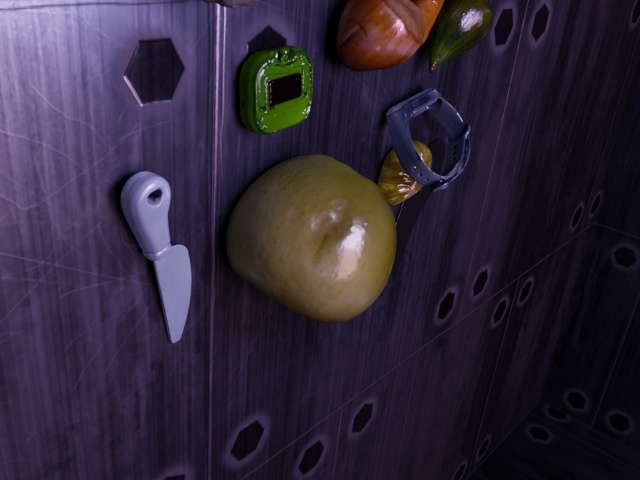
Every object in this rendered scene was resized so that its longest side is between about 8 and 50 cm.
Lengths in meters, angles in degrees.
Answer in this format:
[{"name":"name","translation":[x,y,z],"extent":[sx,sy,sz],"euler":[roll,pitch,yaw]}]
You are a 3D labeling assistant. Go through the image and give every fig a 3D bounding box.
[{"name":"fig","translation":[0.262,-0.416,1.305],"extent":[0.177,0.117,0.117],"euler":[-47,146,4]}]

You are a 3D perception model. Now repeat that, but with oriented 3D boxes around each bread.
[{"name":"bread","translation":[0.177,-0.157,1.377],"extent":[0.157,0.083,0.094],"euler":[-45,129,-25]}]

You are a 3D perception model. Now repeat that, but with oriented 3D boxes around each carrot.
[{"name":"carrot","translation":[0.214,-0.476,1.233],"extent":[0.066,0.062,0.271],"euler":[29,87,-32]}]

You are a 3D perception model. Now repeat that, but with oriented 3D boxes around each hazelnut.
[{"name":"hazelnut","translation":[0.099,-0.345,1.098],"extent":[0.150,0.150,0.150],"euler":[-31,134,-39]}]

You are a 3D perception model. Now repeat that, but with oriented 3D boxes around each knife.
[{"name":"knife","translation":[-0.232,0.032,0.987],"extent":[0.080,0.044,0.331],"euler":[-47,149,-36]}]

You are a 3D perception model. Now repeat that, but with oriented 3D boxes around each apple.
[{"name":"apple","translation":[0.012,0.006,1.114],"extent":[0.257,0.233,0.295],"euler":[-58,146,-5]}]

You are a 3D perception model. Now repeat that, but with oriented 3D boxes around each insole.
[{"name":"insole","translation":[0.215,-0.077,1.533],"extent":[0.119,0.009,0.348],"euler":[14,99,-54]}]

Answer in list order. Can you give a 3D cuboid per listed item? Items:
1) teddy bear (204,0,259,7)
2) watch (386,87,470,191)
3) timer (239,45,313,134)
[{"name":"teddy bear","translation":[-0.096,-0.415,0.768],"extent":[0.236,0.151,0.267],"euler":[-84,176,-68]},{"name":"watch","translation":[0.229,-0.209,1.337],"extent":[0.206,0.068,0.192],"euler":[-34,97,-41]},{"name":"timer","translation":[-0.066,-0.235,1.021],"extent":[0.140,0.047,0.128],"euler":[-28,131,-42]}]
